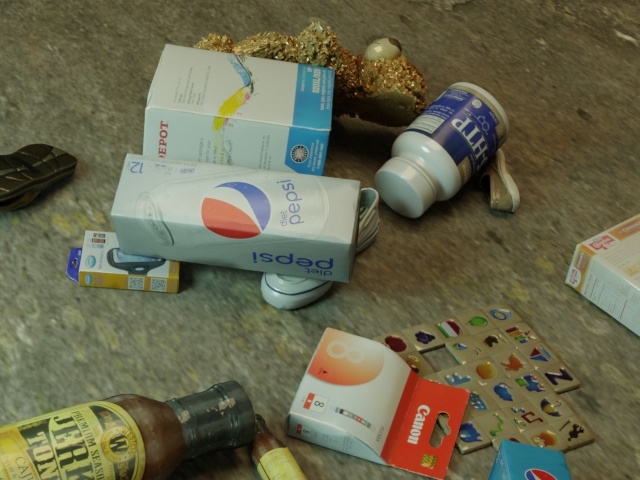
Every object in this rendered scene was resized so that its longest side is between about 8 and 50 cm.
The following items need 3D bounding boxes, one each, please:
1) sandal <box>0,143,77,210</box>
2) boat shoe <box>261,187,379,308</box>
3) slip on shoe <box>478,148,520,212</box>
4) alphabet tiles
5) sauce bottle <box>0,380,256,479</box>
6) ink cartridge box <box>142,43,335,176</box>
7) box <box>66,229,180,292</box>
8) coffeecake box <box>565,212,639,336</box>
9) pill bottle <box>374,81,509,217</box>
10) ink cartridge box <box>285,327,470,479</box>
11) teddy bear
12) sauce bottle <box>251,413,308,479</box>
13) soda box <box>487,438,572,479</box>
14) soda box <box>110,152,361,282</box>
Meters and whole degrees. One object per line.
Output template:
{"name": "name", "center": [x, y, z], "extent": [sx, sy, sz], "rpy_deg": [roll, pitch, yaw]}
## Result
{"name": "sandal", "center": [-0.400, -0.074, 1.668], "extent": [0.090, 0.060, 0.219], "rpy_deg": [32, 27, 18]}
{"name": "boat shoe", "center": [0.000, 0.000, 1.639], "extent": [0.083, 0.076, 0.226], "rpy_deg": [24, 39, 19]}
{"name": "slip on shoe", "center": [0.241, -0.088, 1.837], "extent": [0.041, 0.051, 0.135], "rpy_deg": [-8, 46, -8]}
{"name": "alphabet tiles", "center": [0.204, 0.167, 1.523], "extent": [0.198, 0.009, 0.237], "rpy_deg": [-13, 43, -27]}
{"name": "sauce bottle", "center": [-0.229, 0.212, 1.280], "extent": [0.344, 0.111, 0.111], "rpy_deg": [-15, 44, -28]}
{"name": "ink cartridge box", "center": [-0.109, -0.132, 1.708], "extent": [0.232, 0.171, 0.168], "rpy_deg": [8, 37, -3]}
{"name": "box", "center": [-0.239, 0.025, 1.593], "extent": [0.136, 0.028, 0.081], "rpy_deg": [6, 37, -8]}
{"name": "coffeecake box", "center": [0.433, 0.056, 1.670], "extent": [0.142, 0.068, 0.185], "rpy_deg": [-23, 48, -35]}
{"name": "pill bottle", "center": [0.163, -0.120, 1.782], "extent": [0.112, 0.112, 0.187], "rpy_deg": [31, 61, 26]}
{"name": "ink cartridge box", "center": [0.067, 0.178, 1.441], "extent": [0.179, 0.045, 0.145], "rpy_deg": [13, 41, 11]}
{"name": "teddy bear", "center": [-0.014, -0.242, 1.849], "extent": [0.338, 0.245, 0.113], "rpy_deg": [1, 68, 25]}
{"name": "sauce bottle", "center": [-0.046, 0.231, 1.353], "extent": [0.042, 0.042, 0.128], "rpy_deg": [-10, 43, -24]}
{"name": "soda box", "center": [0.214, 0.282, 1.282], "extent": [0.071, 0.067, 0.210], "rpy_deg": [13, 23, -5]}
{"name": "soda box", "center": [-0.097, -0.027, 1.553], "extent": [0.286, 0.098, 0.091], "rpy_deg": [8, 60, 4]}
